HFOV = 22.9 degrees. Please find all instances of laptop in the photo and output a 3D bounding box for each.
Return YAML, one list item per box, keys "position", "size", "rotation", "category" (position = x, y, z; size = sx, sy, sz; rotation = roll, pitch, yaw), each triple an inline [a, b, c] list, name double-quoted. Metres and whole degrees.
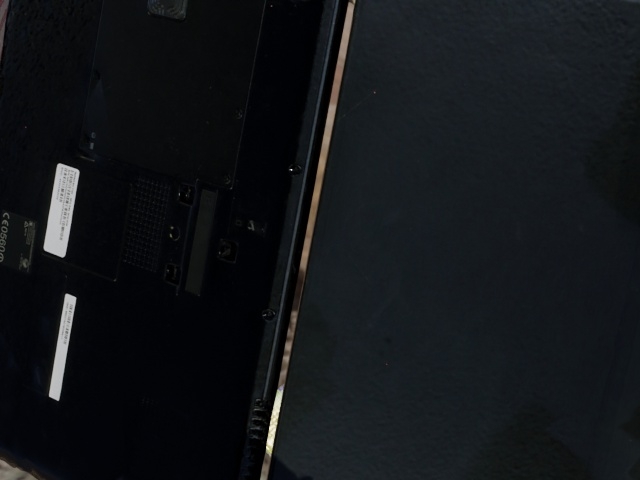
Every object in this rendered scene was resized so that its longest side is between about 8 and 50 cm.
- position: [0.000, 0.000, 0.626]
  size: [0.264, 0.136, 0.234]
  rotation: [17, 101, 36]
  category: "laptop"

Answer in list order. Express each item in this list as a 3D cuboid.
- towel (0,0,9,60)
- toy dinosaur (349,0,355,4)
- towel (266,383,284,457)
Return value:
- position: [-0.151, -0.095, 0.756]
  size: [0.029, 0.197, 0.144]
  rotation: [15, 71, 4]
  category: "towel"
- position: [0.038, -0.270, 1.684]
  size: [0.053, 0.092, 0.183]
  rotation: [-42, 30, 31]
  category: "toy dinosaur"
- position: [-0.012, 0.132, 1.188]
  size: [0.083, 0.009, 0.060]
  rotation: [-40, 91, -7]
  category: "towel"
